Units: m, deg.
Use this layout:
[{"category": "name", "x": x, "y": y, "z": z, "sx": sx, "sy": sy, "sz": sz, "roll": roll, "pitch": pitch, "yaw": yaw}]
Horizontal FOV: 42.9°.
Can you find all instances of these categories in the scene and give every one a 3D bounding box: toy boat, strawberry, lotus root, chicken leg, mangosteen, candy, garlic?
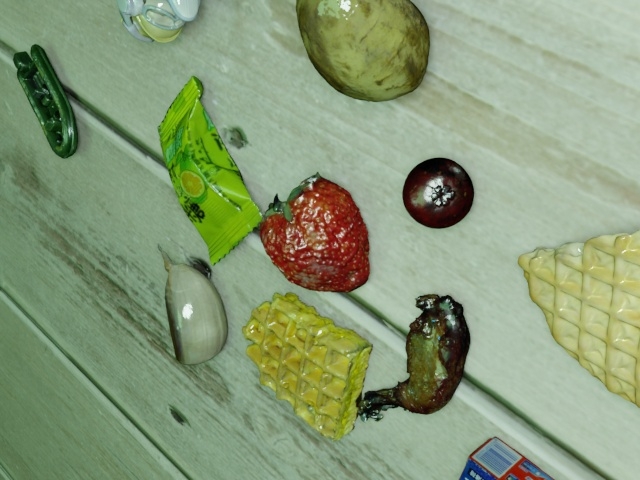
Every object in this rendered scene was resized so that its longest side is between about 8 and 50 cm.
[{"category": "toy boat", "x": -0.479, "y": -0.243, "z": 1.438, "sx": 0.104, "sy": 0.052, "sz": 0.210, "roll": -31, "pitch": 83, "yaw": 43}, {"category": "strawberry", "x": -0.004, "y": 0.000, "z": 1.022, "sx": 0.131, "sy": 0.131, "sz": 0.148, "roll": -38, "pitch": 77, "yaw": 45}, {"category": "lotus root", "x": 0.037, "y": -0.228, "z": 0.856, "sx": 0.138, "sy": 0.214, "sz": 0.138, "roll": -13, "pitch": 60, "yaw": 23}, {"category": "chicken leg", "x": 0.119, "y": 0.168, "z": 1.022, "sx": 0.106, "sy": 0.051, "sz": 0.253, "roll": 51, "pitch": 135, "yaw": 25}, {"category": "mangosteen", "x": 0.131, "y": -0.054, "z": 0.908, "sx": 0.081, "sy": 0.081, "sz": 0.081, "roll": 18, "pitch": 117, "yaw": 39}, {"category": "candy", "x": -0.172, "y": -0.101, "z": 1.186, "sx": 0.149, "sy": 0.069, "sz": 0.246, "roll": -38, "pitch": 78, "yaw": 47}, {"category": "garlic", "x": -0.214, "y": 0.105, "z": 1.297, "sx": 0.128, "sy": 0.090, "sz": 0.198, "roll": 7, "pitch": 115, "yaw": 56}]

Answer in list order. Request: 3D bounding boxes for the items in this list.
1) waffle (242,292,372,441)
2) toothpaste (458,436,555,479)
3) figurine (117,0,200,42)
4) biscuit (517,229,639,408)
[{"category": "waffle", "x": -0.031, "y": 0.163, "z": 1.160, "sx": 0.211, "sy": 0.055, "sz": 0.160, "roll": 32, "pitch": 126, "yaw": 33}, {"category": "toothpaste", "x": 0.297, "y": 0.352, "z": 0.911, "sx": 0.320, "sy": 0.066, "sz": 0.076, "roll": 35, "pitch": 127, "yaw": 31}, {"category": "figurine", "x": -0.224, "y": -0.367, "z": 1.099, "sx": 0.208, "sy": 0.128, "sz": 0.184, "roll": 54, "pitch": 137, "yaw": 26}, {"category": "biscuit", "x": 0.321, "y": 0.075, "z": 0.754, "sx": 0.309, "sy": 0.040, "sz": 0.205, "roll": -19, "pitch": 96, "yaw": 59}]
